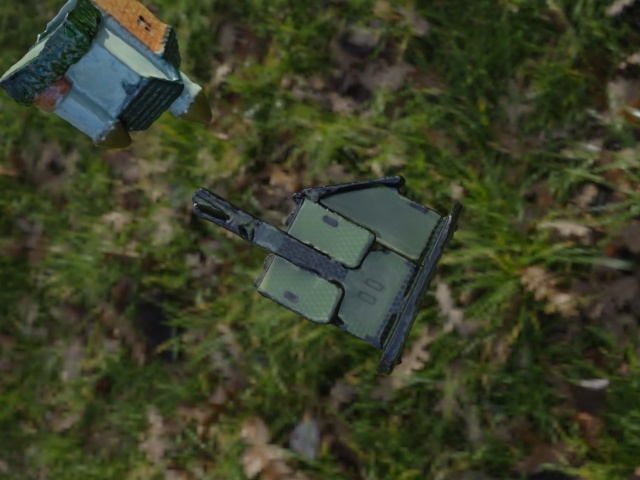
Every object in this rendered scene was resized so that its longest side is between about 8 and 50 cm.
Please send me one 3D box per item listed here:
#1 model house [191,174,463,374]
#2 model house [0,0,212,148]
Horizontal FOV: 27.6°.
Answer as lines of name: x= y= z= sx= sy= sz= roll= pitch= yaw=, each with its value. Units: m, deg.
model house: x=0.000 y=0.000 z=1.454 sx=0.205 sy=0.278 sz=0.218 roll=-65 pitch=-6 yaw=-1
model house: x=-0.297 y=-0.244 z=1.955 sx=0.184 sy=0.291 sz=0.253 roll=-48 pitch=16 yaw=25
